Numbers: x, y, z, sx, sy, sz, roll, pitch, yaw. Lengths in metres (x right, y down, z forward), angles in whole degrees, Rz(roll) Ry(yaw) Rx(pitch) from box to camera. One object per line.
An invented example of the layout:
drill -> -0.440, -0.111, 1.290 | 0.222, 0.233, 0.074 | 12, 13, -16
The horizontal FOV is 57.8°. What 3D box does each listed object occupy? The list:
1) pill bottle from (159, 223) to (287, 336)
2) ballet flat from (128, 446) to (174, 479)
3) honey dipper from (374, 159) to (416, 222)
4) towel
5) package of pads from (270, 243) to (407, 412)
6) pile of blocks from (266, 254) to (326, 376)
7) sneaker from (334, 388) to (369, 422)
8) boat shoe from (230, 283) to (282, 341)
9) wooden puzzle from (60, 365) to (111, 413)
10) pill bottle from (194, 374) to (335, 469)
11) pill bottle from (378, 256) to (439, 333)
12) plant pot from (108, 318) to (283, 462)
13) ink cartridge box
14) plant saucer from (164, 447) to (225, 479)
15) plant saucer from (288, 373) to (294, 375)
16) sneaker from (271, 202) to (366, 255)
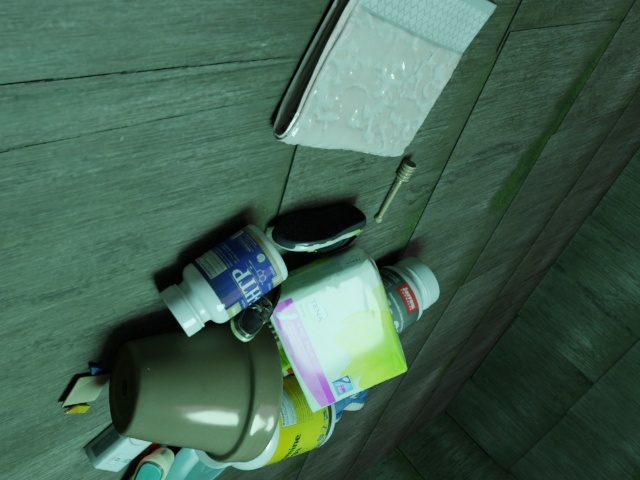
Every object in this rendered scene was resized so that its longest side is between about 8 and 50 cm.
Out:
pill bottle -> -0.158, 0.067, 0.939 | 0.187, 0.112, 0.112 | -35, 151, -17
ballet flat -> -0.406, 0.561, 1.316 | 0.086, 0.086, 0.248 | 5, 127, -55
honey dipper -> 0.154, -0.097, 1.218 | 0.031, 0.030, 0.160 | -16, 143, -42
towel -> 0.109, -0.272, 0.899 | 0.332, 0.053, 0.316 | -3, 132, -50
package of pads -> 0.035, 0.175, 1.160 | 0.229, 0.101, 0.296 | -23, 117, -4
pile of blocks -> -0.043, 0.197, 1.268 | 0.149, 0.112, 0.362 | -15, 140, -43
sneaker -> 0.060, 0.446, 1.761 | 0.330, 0.130, 0.147 | 1, 118, -61
boat shoe -> -0.107, 0.112, 0.988 | 0.049, 0.056, 0.152 | -40, -167, 28
wooden puzzle -> -0.395, 0.250, 0.978 | 0.116, 0.014, 0.079 | -50, 156, 12
pill bottle -> -0.127, 0.415, 1.334 | 0.334, 0.188, 0.188 | 9, 122, -54
pill bottle -> 0.145, 0.161, 1.415 | 0.283, 0.161, 0.161 | -29, 149, -26
plant pot -> -0.227, 0.251, 0.993 | 0.229, 0.263, 0.263 | 8, 125, -35
ink cartridge box -> -0.344, 0.402, 1.209 | 0.189, 0.066, 0.232 | -40, 148, -7
plant saucer -> -0.269, 0.535, 1.456 | 0.318, 0.044, 0.317 | -40, 156, -22
plant saucer -> -0.028, 0.319, 1.536 | 0.195, 0.037, 0.195 | -33, 151, -21
sneaker -> 0.000, 0.000, 1.087 | 0.235, 0.084, 0.097 | -13, 140, -45
